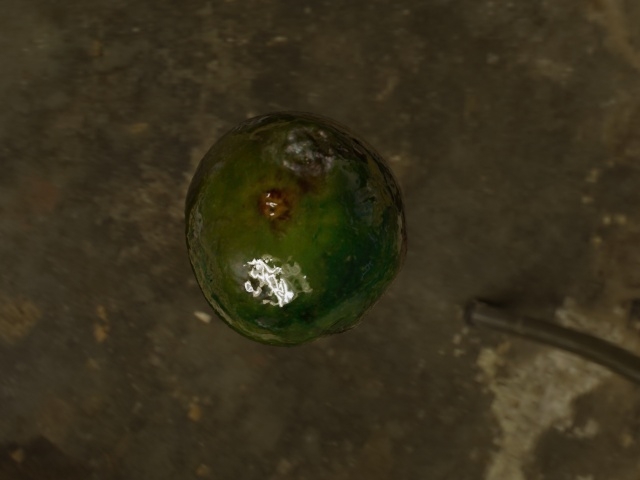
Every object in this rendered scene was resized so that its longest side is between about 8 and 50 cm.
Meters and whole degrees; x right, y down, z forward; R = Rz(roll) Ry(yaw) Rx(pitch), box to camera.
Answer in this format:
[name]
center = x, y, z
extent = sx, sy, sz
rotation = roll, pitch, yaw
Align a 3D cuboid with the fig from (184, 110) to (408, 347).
[fig]
center = 0.000, 0.000, 0.810
extent = 0.117, 0.117, 0.177
rotation = -68, 157, -3
